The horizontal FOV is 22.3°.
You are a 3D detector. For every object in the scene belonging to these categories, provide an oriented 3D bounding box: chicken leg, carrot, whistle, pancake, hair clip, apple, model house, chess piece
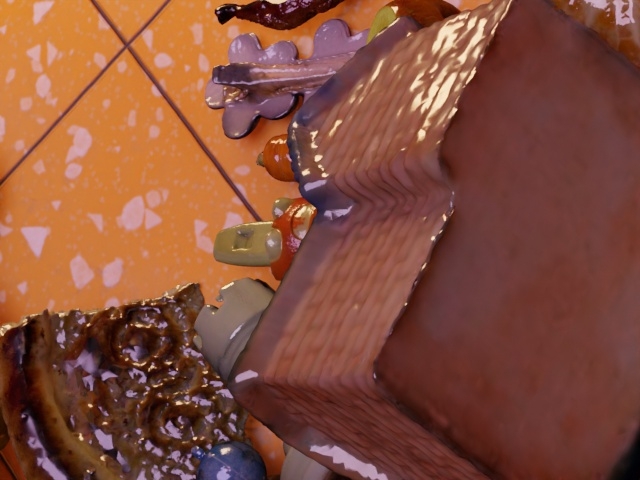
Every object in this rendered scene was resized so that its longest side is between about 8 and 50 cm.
[{"bbox_3d":[-0.029,-0.302,2.019,0.219,0.048,0.089,-24,41,14],"label":"chicken leg"},{"bbox_3d":[0.034,-0.091,1.973,0.257,0.061,0.061,9,88,25],"label":"carrot"},{"bbox_3d":[-0.089,0.286,1.898,0.158,0.090,0.090,31,99,18],"label":"whistle"},{"bbox_3d":[-0.217,0.232,1.983,0.305,0.067,0.426,-26,68,-12],"label":"pancake"},{"bbox_3d":[-0.037,-0.205,2.019,0.257,0.075,0.146,-4,66,20],"label":"hair clip"},{"bbox_3d":[0.121,-0.195,1.878,0.147,0.163,0.146,-49,22,26],"label":"apple"},{"bbox_3d":[0.141,0.040,1.678,0.400,0.395,0.445,-5,54,56],"label":"model house"},{"bbox_3d":[-0.024,0.177,1.908,0.299,0.195,0.194,45,105,34],"label":"chess piece"},{"bbox_3d":[0.000,0.000,1.944,0.288,0.106,0.131,-1,62,25],"label":"whistle"}]

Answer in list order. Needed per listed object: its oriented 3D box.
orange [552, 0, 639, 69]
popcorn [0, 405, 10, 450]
[{"bbox_3d":[0.348,-0.289,1.722,0.329,0.249,0.329,-1,86,21],"label":"orange"},{"bbox_3d":[-0.553,0.231,2.115,0.334,0.293,0.292,-45,60,6],"label":"popcorn"}]
